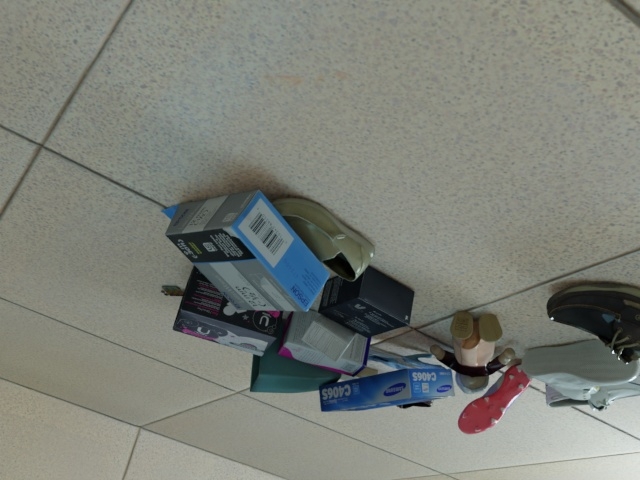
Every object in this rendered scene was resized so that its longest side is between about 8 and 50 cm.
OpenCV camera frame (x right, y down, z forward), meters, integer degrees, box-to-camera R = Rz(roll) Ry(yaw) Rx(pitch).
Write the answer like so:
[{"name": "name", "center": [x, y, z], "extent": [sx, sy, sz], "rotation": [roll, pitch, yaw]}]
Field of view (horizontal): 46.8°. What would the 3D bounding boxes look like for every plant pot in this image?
[{"name": "plant pot", "center": [-0.064, 0.335, 2.062], "extent": [0.234, 0.165, 0.165], "rotation": [9, 151, -10]}]

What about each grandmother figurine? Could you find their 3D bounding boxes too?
[{"name": "grandmother figurine", "center": [0.382, 0.297, 1.877], "extent": [0.208, 0.104, 0.342], "rotation": [12, 149, 20]}]

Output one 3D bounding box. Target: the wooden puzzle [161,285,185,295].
[{"name": "wooden puzzle", "center": [-0.399, 0.137, 2.008], "extent": [0.083, 0.006, 0.049], "rotation": [0, 148, 23]}]

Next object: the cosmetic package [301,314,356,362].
[{"name": "cosmetic package", "center": [0.029, 0.223, 1.779], "extent": [0.099, 0.060, 0.239], "rotation": [35, -172, 7]}]

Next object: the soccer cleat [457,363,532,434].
[{"name": "soccer cleat", "center": [0.457, 0.419, 1.936], "extent": [0.083, 0.248, 0.095], "rotation": [45, 169, 16]}]

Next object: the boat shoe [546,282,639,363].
[{"name": "boat shoe", "center": [0.650, 0.180, 1.527], "extent": [0.356, 0.130, 0.132], "rotation": [8, 150, 9]}]

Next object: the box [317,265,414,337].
[{"name": "box", "center": [0.107, 0.144, 1.726], "extent": [0.156, 0.093, 0.158], "rotation": [30, 148, -26]}]

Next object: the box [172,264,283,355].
[{"name": "box", "center": [-0.231, 0.180, 1.876], "extent": [0.247, 0.142, 0.163], "rotation": [19, 150, -9]}]

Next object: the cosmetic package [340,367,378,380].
[{"name": "cosmetic package", "center": [0.109, 0.401, 2.220], "extent": [0.115, 0.041, 0.060], "rotation": [17, 150, -8]}]

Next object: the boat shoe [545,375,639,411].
[{"name": "boat shoe", "center": [0.715, 0.398, 1.920], "extent": [0.268, 0.088, 0.096], "rotation": [-6, 145, 31]}]

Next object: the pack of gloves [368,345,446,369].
[{"name": "pack of gloves", "center": [0.228, 0.325, 2.059], "extent": [0.232, 0.046, 0.195], "rotation": [17, 163, -3]}]

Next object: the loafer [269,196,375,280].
[{"name": "loafer", "center": [0.000, 0.000, 1.522], "extent": [0.269, 0.092, 0.102], "rotation": [28, 147, -24]}]

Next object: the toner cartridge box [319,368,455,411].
[{"name": "toner cartridge box", "center": [0.168, 0.398, 1.954], "extent": [0.165, 0.075, 0.348], "rotation": [7, 160, -38]}]

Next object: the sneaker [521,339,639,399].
[{"name": "sneaker", "center": [0.663, 0.322, 1.807], "extent": [0.169, 0.108, 0.293], "rotation": [33, 155, -34]}]

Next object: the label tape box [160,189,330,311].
[{"name": "label tape box", "center": [-0.187, 0.033, 1.551], "extent": [0.348, 0.115, 0.249], "rotation": [-7, 132, 46]}]

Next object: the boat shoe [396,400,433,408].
[{"name": "boat shoe", "center": [0.257, 0.479, 2.264], "extent": [0.207, 0.073, 0.073], "rotation": [-16, 141, 43]}]

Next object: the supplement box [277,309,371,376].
[{"name": "supplement box", "center": [0.012, 0.269, 1.962], "extent": [0.220, 0.113, 0.111], "rotation": [17, 151, -9]}]
